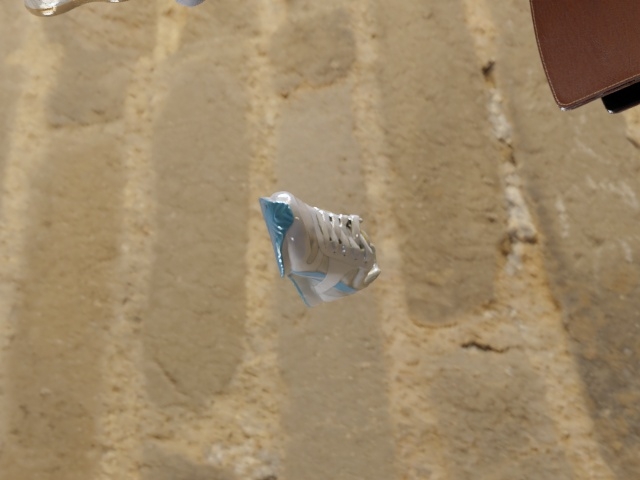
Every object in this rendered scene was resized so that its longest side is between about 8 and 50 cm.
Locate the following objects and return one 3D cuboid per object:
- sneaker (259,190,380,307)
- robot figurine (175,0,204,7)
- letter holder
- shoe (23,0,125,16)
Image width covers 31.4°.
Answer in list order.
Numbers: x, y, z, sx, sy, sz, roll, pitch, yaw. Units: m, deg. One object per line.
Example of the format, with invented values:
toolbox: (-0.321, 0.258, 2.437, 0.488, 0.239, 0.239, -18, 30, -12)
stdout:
sneaker: (0.000, 0.000, 1.168, 0.092, 0.228, 0.087, -19, -109, 7)
robot figurine: (-0.184, -0.356, 1.034, 0.200, 0.300, 0.353, -34, 179, -26)
letter holder: (0.439, -0.333, 1.679, 0.214, 0.152, 0.302, -22, -116, 34)
shoe: (-0.293, -0.319, 1.390, 0.219, 0.058, 0.076, 3, -141, 40)
